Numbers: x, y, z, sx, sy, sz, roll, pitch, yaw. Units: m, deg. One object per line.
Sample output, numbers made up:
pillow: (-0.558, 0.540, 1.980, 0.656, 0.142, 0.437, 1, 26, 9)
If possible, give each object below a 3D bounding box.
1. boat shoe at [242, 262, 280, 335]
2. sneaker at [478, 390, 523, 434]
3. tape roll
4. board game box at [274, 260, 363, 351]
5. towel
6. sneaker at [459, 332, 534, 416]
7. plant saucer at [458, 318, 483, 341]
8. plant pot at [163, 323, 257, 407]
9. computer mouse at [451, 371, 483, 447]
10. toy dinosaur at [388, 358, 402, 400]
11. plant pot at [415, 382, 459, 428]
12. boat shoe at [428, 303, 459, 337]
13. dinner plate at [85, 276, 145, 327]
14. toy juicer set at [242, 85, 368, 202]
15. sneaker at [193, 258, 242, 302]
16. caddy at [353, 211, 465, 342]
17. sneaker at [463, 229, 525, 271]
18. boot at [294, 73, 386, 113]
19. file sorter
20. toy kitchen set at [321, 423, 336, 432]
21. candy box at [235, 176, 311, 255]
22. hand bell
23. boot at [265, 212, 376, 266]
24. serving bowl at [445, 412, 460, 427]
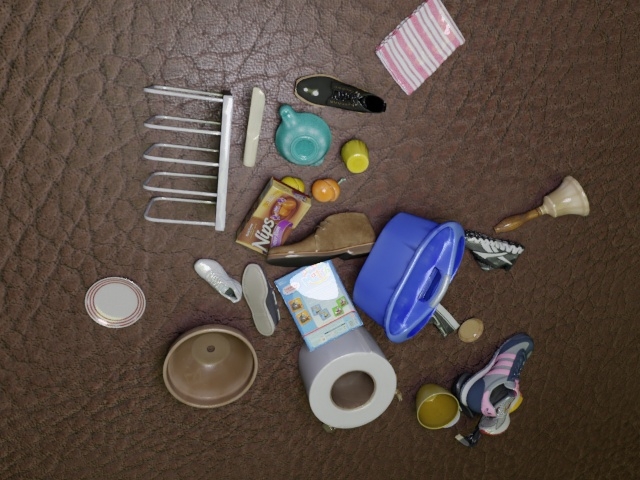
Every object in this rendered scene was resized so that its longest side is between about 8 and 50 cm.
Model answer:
boat shoe: (-0.153, 0.149, 1.285, 0.075, 0.065, 0.206, -2, 110, 26)
sneaker: (0.569, 0.534, 1.559, 0.225, 0.088, 0.092, -40, 110, -38)
tape roll: (0.070, 0.373, 1.355, 0.246, 0.169, 0.246, -5, 110, -13)
board game box: (-0.005, 0.165, 1.291, 0.160, 0.039, 0.211, -27, 93, -3)
towel: (0.243, -0.469, 1.161, 0.197, 0.029, 0.144, -44, 115, 4)
sneaker: (0.583, 0.421, 1.491, 0.319, 0.131, 0.112, -40, 116, -17)
plant saucer: (0.465, 0.277, 1.501, 0.083, 0.015, 0.083, -4, 111, -12)
plant pot: (-0.290, 0.312, 1.274, 0.237, 0.110, 0.237, -5, 111, -13)
computer mouse: (0.464, 0.547, 1.559, 0.184, 0.060, 0.262, -53, 123, -20)
toy dinosaur: (0.198, 0.436, 1.484, 0.093, 0.053, 0.183, -33, 123, -17)
plant pot: (0.351, 0.504, 1.511, 0.134, 0.095, 0.134, -3, 110, -9)
boat shoe: (0.325, 0.210, 1.408, 0.070, 0.078, 0.219, -44, 115, 3)
dinner plate: (-0.513, 0.154, 1.210, 0.141, 0.017, 0.141, -5, 110, -13)
toy juicer set: (-0.061, -0.210, 1.161, 0.329, 0.089, 0.209, 26, 120, -23)
sneaker: (-0.257, 0.102, 1.232, 0.152, 0.061, 0.053, 41, 98, -22)
caddy: (0.243, 0.094, 1.235, 0.241, 0.179, 0.341, 21, 97, -52)
sneaker: (0.471, 0.037, 1.380, 0.234, 0.078, 0.106, 12, 104, -20)
boot: (0.047, -0.334, 1.103, 0.198, 0.137, 0.077, 4, 109, -15)
file sorter: (-0.287, -0.186, 1.047, 0.173, 0.193, 0.277, 3, 109, -12)
toy kitchen set: (0.039, 0.533, 1.487, 0.068, 0.075, 0.083, 45, 56, 12)
candy box: (-0.118, -0.053, 1.185, 0.109, 0.053, 0.186, 26, 119, -22)
hand bell: (0.611, -0.080, 1.373, 0.242, 0.126, 0.126, -23, 114, 8)
boot: (0.000, 0.000, 1.225, 0.305, 0.112, 0.115, -9, 81, -24)
serving bowl: (0.416, 0.575, 1.594, 0.083, 0.027, 0.083, -5, 112, -12)
